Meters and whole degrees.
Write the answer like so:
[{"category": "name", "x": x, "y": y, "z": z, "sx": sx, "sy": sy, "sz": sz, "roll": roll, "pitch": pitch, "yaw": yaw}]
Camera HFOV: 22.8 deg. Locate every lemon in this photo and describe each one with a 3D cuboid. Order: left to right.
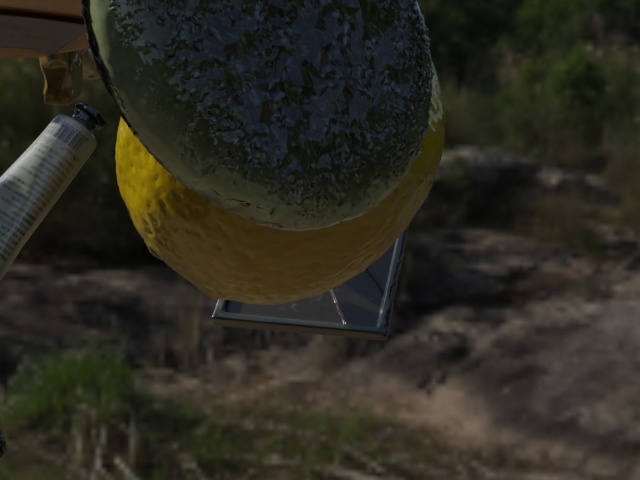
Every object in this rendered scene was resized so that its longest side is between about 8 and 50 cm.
[{"category": "lemon", "x": -0.039, "y": -0.100, "z": 1.558, "sx": 0.336, "sy": 0.336, "sz": 0.336, "roll": 1, "pitch": 7, "yaw": 0}]

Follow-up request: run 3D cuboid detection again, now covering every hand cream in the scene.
[{"category": "hand cream", "x": -0.298, "y": -0.043, "z": 1.588, "sx": 0.080, "sy": 0.234, "sz": 0.050, "roll": 33, "pitch": -21, "yaw": 10}]

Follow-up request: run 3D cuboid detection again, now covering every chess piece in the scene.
[{"category": "chess piece", "x": -0.317, "y": -0.271, "z": 2.067, "sx": 0.137, "sy": 0.137, "sz": 0.301, "roll": 2, "pitch": 18, "yaw": 4}]

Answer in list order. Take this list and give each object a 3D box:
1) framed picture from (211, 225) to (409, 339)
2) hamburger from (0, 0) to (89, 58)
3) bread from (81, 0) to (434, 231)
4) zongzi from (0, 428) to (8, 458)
[{"category": "framed picture", "x": 0.000, "y": 0.000, "z": 1.972, "sx": 0.213, "sy": 0.016, "sz": 0.289, "roll": 5, "pitch": 48, "yaw": 11}, {"category": "hamburger", "x": -0.330, "y": -0.312, "z": 1.741, "sx": 0.300, "sy": 0.176, "sz": 0.300, "roll": -5, "pitch": -9, "yaw": -1}, {"category": "bread", "x": -0.027, "y": -0.134, "z": 0.985, "sx": 0.267, "sy": 0.267, "sz": 0.040, "roll": -5, "pitch": -10, "yaw": -41}, {"category": "zongzi", "x": -0.406, "y": 0.262, "z": 1.668, "sx": 0.160, "sy": 0.176, "sz": 0.078, "roll": -6, "pitch": 29, "yaw": -12}]
